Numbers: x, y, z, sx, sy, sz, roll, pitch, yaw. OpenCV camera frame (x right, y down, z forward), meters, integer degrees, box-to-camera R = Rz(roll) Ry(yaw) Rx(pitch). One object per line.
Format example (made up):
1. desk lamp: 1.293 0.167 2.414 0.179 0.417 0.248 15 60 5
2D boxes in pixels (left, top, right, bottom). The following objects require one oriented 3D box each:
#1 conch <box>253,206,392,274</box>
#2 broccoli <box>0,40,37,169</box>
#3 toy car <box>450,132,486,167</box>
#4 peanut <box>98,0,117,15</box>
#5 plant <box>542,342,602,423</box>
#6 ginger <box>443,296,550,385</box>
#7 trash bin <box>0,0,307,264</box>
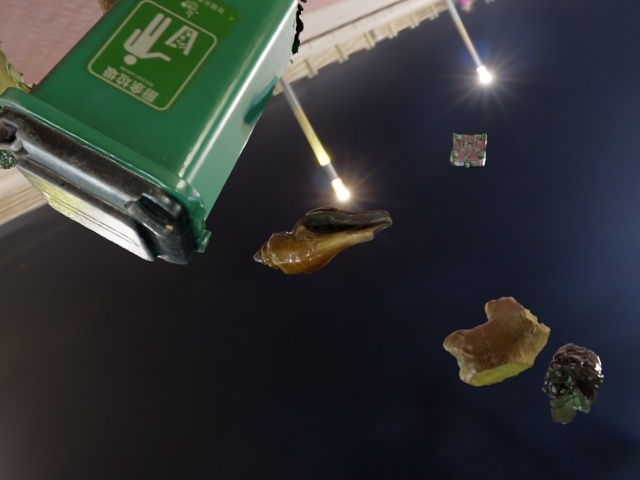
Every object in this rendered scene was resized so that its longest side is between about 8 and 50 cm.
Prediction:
1. conch: -0.001 -0.001 0.978 0.233 0.086 0.080 -26 163 13
2. broccoli: -0.710 -0.315 1.355 0.252 0.361 0.221 -50 164 -12
3. toy car: 0.307 -0.181 1.315 0.069 0.055 0.142 3 -147 15
4. peanut: -0.515 -0.611 1.639 0.098 0.103 0.229 -40 -135 12
5. plant: 0.637 0.361 1.614 0.131 0.142 0.203 16 -151 17
6. ginger: 0.463 0.260 1.682 0.276 0.221 0.130 -11 154 13
7. trash bin: -0.195 -0.177 0.854 0.381 0.259 0.295 -60 178 -17
